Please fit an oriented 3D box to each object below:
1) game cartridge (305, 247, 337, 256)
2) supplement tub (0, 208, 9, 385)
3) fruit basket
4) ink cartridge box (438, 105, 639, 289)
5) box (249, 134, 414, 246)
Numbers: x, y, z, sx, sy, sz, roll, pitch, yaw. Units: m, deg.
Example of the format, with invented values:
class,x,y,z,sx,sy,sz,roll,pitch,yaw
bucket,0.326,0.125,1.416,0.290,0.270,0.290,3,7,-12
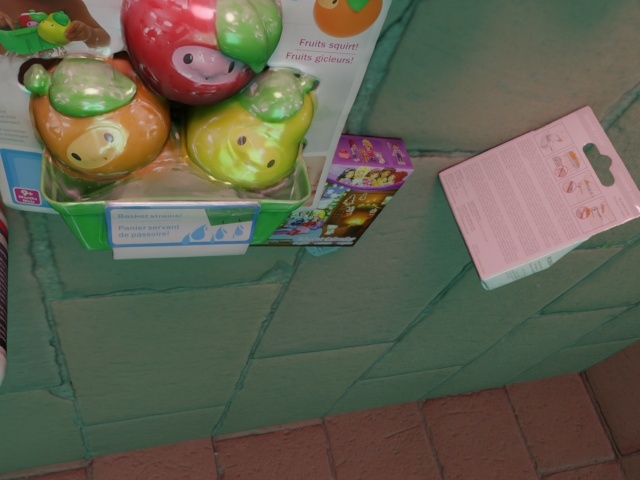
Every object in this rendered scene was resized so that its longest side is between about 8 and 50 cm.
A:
class,x,y,z,sx,sy,sz,roll,pitch,yaw
game cartridge,0.000,0.000,1.003,0.056,0.017,0.083,-21,152,4
supplement tub,-0.451,0.082,0.657,0.191,0.272,0.191,-12,152,-6
fruit basket,-0.116,-0.121,0.498,0.327,0.165,0.353,-1,151,-18
ink cartridge box,0.308,-0.059,0.856,0.232,0.189,0.066,-23,152,13
box,-0.048,-0.063,0.814,0.293,0.057,0.201,0,148,-25
